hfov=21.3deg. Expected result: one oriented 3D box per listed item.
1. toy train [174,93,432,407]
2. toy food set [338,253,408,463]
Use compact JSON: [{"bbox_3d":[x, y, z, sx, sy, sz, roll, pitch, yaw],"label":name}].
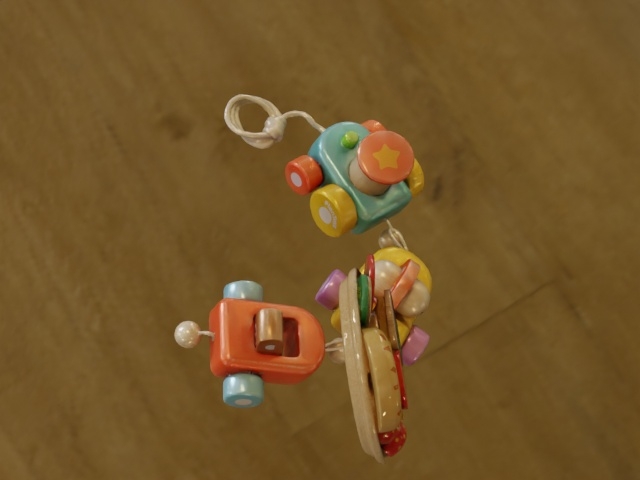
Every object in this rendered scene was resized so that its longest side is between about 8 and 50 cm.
[{"bbox_3d":[0.000,0.000,0.805,0.125,0.046,0.166,13,61,-20],"label":"toy train"},{"bbox_3d":[0.022,0.049,0.691,0.020,0.083,0.082,-9,55,5],"label":"toy food set"}]
